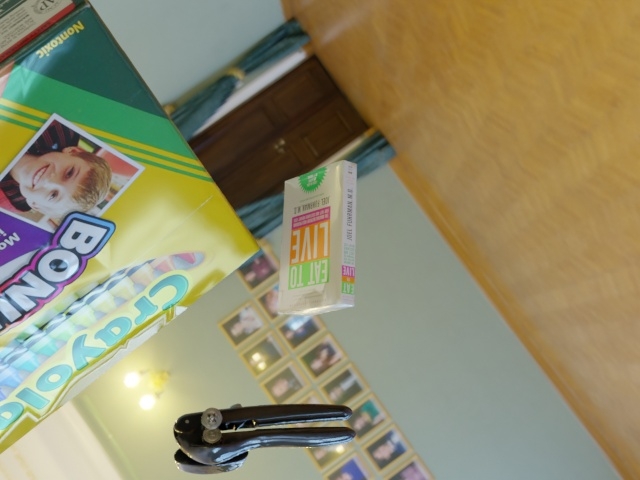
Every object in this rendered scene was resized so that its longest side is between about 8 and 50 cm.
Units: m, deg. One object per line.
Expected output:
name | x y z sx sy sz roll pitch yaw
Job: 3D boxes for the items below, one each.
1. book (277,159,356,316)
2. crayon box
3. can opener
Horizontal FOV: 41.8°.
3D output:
book | 0.000 0.000 0.853 0.035 0.144 0.096 12 162 -37
crayon box | -0.265 0.012 0.669 0.106 0.363 0.313 47 173 37
can opener | -0.057 0.189 0.844 0.073 0.186 0.059 98 161 -59
